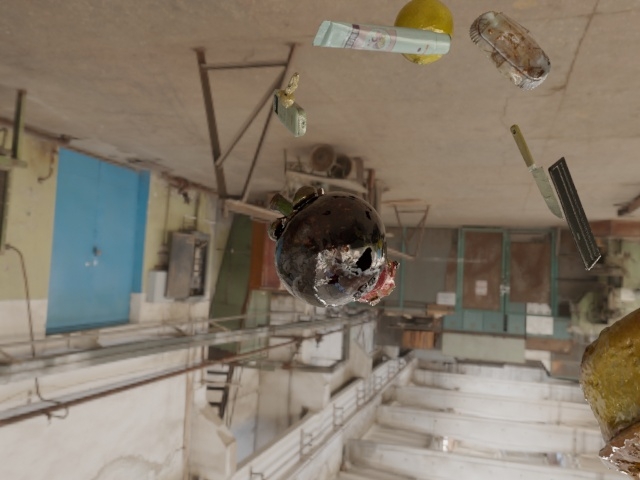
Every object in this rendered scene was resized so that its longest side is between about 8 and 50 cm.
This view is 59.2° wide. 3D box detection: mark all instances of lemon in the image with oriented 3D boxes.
[{"bbox_3d":[0.303,-0.615,1.666,0.178,0.203,0.178,12,173,2],"label":"lemon"}]

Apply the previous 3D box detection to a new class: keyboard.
[{"bbox_3d":[0.648,-0.018,1.383,0.103,0.381,0.041,-31,-176,-39],"label":"keyboard"}]

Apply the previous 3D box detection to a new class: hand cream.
[{"bbox_3d":[0.148,-0.474,1.317,0.331,0.058,0.085,0,164,-19],"label":"hand cream"}]

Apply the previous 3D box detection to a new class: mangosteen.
[{"bbox_3d":[0.000,0.000,1.069,0.265,0.228,0.228,46,-171,15],"label":"mangosteen"}]

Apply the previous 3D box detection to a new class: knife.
[{"bbox_3d":[0.596,-0.188,1.545,0.017,0.297,0.047,-15,170,-36],"label":"knife"}]

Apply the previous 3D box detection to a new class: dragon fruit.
[{"bbox_3d":[0.140,0.122,1.910,0.282,0.210,0.147,-13,178,-3],"label":"dragon fruit"}]

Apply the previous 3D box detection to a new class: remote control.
[{"bbox_3d":[-0.097,-0.391,1.705,0.038,0.090,0.309,-7,-152,-15],"label":"remote control"}]

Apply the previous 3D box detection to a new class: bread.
[{"bbox_3d":[0.598,0.218,0.869,0.398,0.215,0.398,-10,141,-8],"label":"bread"}]

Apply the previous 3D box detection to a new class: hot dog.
[{"bbox_3d":[0.548,-0.550,1.617,0.268,0.144,0.075,44,170,-2],"label":"hot dog"}]

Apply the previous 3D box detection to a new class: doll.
[{"bbox_3d":[-0.077,-0.403,1.516,0.093,0.051,0.061,-40,-171,38],"label":"doll"}]
